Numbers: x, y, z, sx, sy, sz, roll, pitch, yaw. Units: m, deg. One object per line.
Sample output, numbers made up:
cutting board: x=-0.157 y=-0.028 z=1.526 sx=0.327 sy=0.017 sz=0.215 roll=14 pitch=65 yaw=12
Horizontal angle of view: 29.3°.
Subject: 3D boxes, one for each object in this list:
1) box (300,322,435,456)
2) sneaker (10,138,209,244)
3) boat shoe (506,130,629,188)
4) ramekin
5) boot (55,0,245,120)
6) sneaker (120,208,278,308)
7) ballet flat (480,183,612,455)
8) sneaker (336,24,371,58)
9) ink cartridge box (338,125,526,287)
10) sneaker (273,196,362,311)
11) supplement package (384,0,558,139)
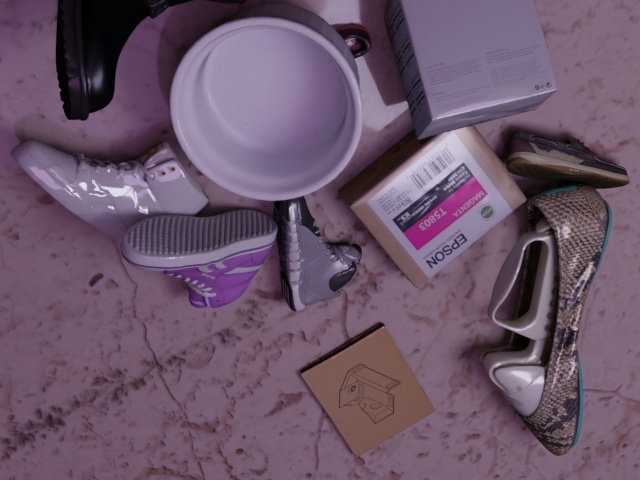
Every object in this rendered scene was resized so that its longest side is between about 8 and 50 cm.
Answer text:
box: x=0.082 y=0.258 z=2.098 sx=0.164 sy=0.021 sz=0.201 roll=-31 pitch=115 yaw=1
sneaker: x=-0.303 y=-0.103 z=1.830 sx=0.292 sy=0.108 sz=0.169 roll=37 pitch=98 yaw=-32
boat shoe: x=0.404 y=-0.133 z=1.984 sx=0.223 sy=0.080 sz=0.073 roll=8 pitch=76 yaw=-20
ramekin: x=-0.070 y=-0.209 z=1.781 sx=0.277 sy=0.135 sz=0.277 roll=3 pitch=117 yaw=6
boot: x=-0.225 y=-0.325 z=1.670 sx=0.260 sy=0.131 sz=0.348 roll=3 pitch=76 yaw=-12
sneaker: x=-0.194 y=0.047 z=1.859 sx=0.282 sy=0.102 sz=0.161 roll=-4 pitch=130 yaw=-43
ballet flat: x=0.355 y=0.138 z=2.026 sx=0.182 sy=0.164 sz=0.483 roll=-4 pitch=111 yaw=-23
sneaker: x=0.004 y=-0.283 z=1.841 sx=0.158 sy=0.065 sz=0.061 roll=-23 pitch=114 yaw=-3
ink cartridge box: x=0.179 y=-0.072 z=1.952 sx=0.234 sy=0.088 sz=0.193 roll=-40 pitch=113 yaw=4
sneaker: x=0.000 y=0.000 z=1.952 sx=0.132 sy=0.086 sz=0.229 roll=-11 pitch=123 yaw=-13
supplement package: x=0.217 y=-0.280 z=1.804 sx=0.194 sy=0.149 sz=0.203 roll=-14 pitch=85 yaw=-6
